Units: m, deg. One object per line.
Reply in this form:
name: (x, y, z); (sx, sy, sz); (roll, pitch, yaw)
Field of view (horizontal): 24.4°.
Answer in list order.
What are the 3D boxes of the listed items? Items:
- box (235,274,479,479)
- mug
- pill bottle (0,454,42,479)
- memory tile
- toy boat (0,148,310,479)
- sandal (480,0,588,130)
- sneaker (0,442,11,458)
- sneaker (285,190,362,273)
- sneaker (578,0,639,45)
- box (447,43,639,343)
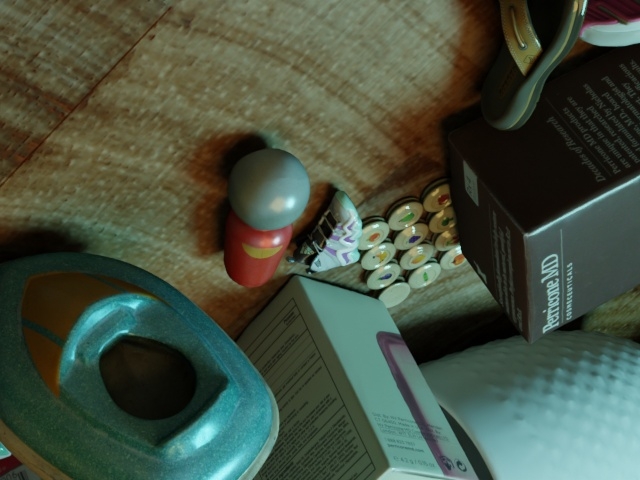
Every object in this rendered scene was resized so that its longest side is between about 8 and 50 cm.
box: (0.018, 0.172, 1.361); (0.127, 0.232, 0.148); (17, 124, -41)
mug: (0.211, 0.245, 1.624); (0.328, 0.276, 0.374); (-16, 174, -33)
pill bottle: (-0.204, 0.327, 1.319); (0.176, 0.318, 0.176); (-21, 146, -15)
memory tile: (0.089, 0.005, 1.407); (0.113, 0.012, 0.148); (-28, 147, -4)
toy boat: (-0.121, 0.057, 1.156); (0.318, 0.267, 0.148); (-48, 166, -34)
sandal: (0.162, -0.176, 1.187); (0.060, 0.090, 0.219); (8, 142, -14)
sneaker: (-0.316, 0.160, 1.262); (0.224, 0.083, 0.098); (-30, -166, -28)
sneaker: (0.000, 0.000, 1.307); (0.069, 0.038, 0.098); (-23, 145, -13)
sneaker: (0.315, -0.202, 1.234); (0.252, 0.103, 0.111); (-18, 143, -18)
box: (0.314, -0.083, 1.346); (0.381, 0.143, 0.191); (-27, 146, -7)
